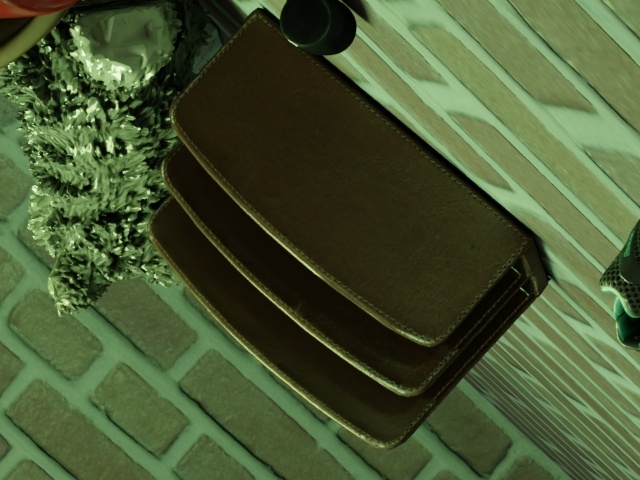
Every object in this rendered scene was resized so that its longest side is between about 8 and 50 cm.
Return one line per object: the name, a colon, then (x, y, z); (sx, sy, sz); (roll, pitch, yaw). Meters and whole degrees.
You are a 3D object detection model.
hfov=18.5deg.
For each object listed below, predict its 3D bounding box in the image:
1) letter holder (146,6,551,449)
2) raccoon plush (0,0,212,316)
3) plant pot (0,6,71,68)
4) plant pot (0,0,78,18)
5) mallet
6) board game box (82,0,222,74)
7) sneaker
letter holder: (0.000, 0.000, 1.600); (0.302, 0.214, 0.152); (42, 177, 18)
raccoon plush: (-0.198, -0.061, 1.741); (0.446, 0.216, 0.299); (-81, -17, -80)
plant pot: (-0.289, -0.272, 1.565); (0.263, 0.263, 0.229); (43, -164, -6)
plant pot: (-0.240, -0.228, 1.201); (0.174, 0.191, 0.191); (0, 152, 30)
mallet: (-0.049, -0.188, 1.283); (0.189, 0.039, 0.062); (46, -168, 20)
board game box: (-0.234, -0.276, 2.093); (0.319, 0.066, 0.318); (42, 177, 5)
sneaker: (0.184, 0.029, 1.017); (0.065, 0.076, 0.166); (41, 177, 33)
